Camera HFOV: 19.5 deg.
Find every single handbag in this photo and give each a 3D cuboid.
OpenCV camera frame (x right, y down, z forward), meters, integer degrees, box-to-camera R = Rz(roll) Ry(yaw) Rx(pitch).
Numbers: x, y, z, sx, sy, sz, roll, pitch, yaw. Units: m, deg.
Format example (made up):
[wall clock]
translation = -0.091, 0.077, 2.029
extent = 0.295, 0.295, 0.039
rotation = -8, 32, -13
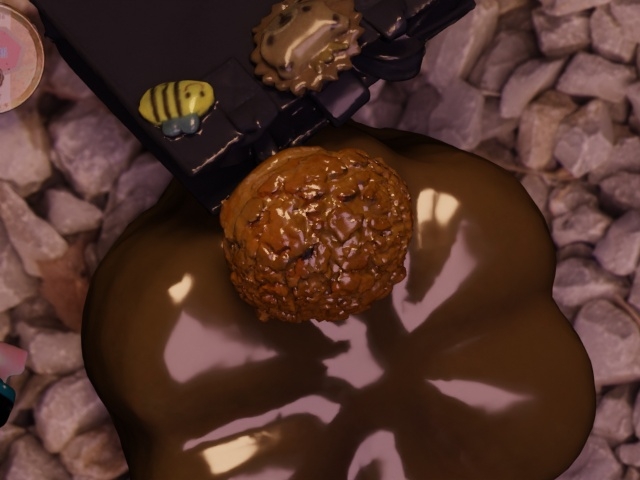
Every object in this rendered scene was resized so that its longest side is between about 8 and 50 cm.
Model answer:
[handbag]
translation = -0.068, -0.216, 1.630
extent = 0.303, 0.329, 0.122
rotation = -39, 150, -7

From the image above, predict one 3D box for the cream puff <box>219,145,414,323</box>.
[cream puff]
translation = 0.000, 0.000, 1.525
extent = 0.150, 0.115, 0.165
rotation = 39, 100, -27

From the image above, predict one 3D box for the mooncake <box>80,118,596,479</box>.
[mooncake]
translation = 0.016, 0.104, 1.740
extent = 0.467, 0.262, 0.467
rotation = -2, 97, -15

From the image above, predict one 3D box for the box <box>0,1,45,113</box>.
[box]
translation = -0.306, -0.168, 1.714
extent = 0.106, 0.037, 0.105
rotation = -3, 101, -15

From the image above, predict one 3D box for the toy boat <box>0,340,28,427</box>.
[toy boat]
translation = -0.424, 0.097, 1.701
extent = 0.299, 0.134, 0.092
rotation = 21, 56, -17
